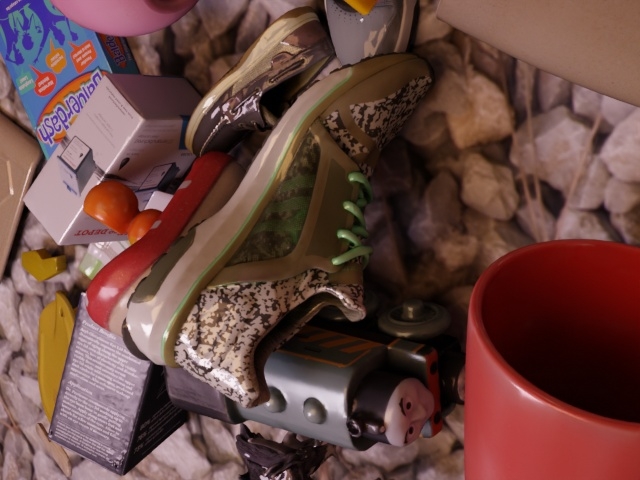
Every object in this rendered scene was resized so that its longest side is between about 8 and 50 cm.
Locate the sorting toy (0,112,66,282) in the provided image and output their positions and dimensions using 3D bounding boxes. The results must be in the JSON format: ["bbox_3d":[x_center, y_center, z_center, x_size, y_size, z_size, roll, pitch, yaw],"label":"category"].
[{"bbox_3d":[-0.419,-0.047,2.055,0.307,0.041,0.229,37,117,24],"label":"sorting toy"}]

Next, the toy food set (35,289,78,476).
[{"bbox_3d":[-0.299,0.167,2.008,0.128,0.071,0.218,31,120,55],"label":"toy food set"}]

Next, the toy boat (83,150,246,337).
[{"bbox_3d":[-0.184,-0.009,1.717,0.151,0.231,0.151,29,144,3],"label":"toy boat"}]

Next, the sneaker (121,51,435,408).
[{"bbox_3d":[0.000,0.000,1.594,0.182,0.158,0.410,39,87,21],"label":"sneaker"}]

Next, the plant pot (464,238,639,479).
[{"bbox_3d":[0.249,0.171,1.478,0.275,0.275,0.243,29,130,28],"label":"plant pot"}]

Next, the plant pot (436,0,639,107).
[{"bbox_3d":[0.282,-0.217,1.365,0.274,0.256,0.256,35,123,4],"label":"plant pot"}]

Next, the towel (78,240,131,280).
[{"bbox_3d":[-0.228,0.013,1.932,0.113,0.023,0.152,45,125,20],"label":"towel"}]

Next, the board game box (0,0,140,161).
[{"bbox_3d":[-0.297,-0.210,1.906,0.160,0.047,0.210,-27,86,39],"label":"board game box"}]

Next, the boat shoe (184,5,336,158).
[{"bbox_3d":[-0.064,-0.151,1.726,0.223,0.080,0.073,-48,68,31],"label":"boat shoe"}]

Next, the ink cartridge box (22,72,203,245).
[{"bbox_3d":[-0.221,-0.090,1.803,0.082,0.139,0.191,47,117,23],"label":"ink cartridge box"}]

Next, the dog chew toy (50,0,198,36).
[{"bbox_3d":[-0.265,-0.351,1.751,0.332,0.206,0.207,30,119,34],"label":"dog chew toy"}]

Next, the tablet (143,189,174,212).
[{"bbox_3d":[-0.161,-0.027,1.841,0.054,0.083,0.006,-57,30,33],"label":"tablet"}]

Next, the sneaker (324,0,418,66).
[{"bbox_3d":[0.009,-0.290,1.567,0.123,0.178,0.296,6,106,36],"label":"sneaker"}]

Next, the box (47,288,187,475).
[{"bbox_3d":[-0.213,0.139,1.862,0.108,0.153,0.207,24,115,15],"label":"box"}]

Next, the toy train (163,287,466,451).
[{"bbox_3d":[-0.004,0.131,1.678,0.334,0.190,0.142,13,120,35],"label":"toy train"}]

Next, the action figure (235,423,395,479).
[{"bbox_3d":[-0.007,0.269,1.727,0.164,0.141,0.276,44,160,30],"label":"action figure"}]

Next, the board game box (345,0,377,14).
[{"bbox_3d":[0.163,-0.412,1.329,0.050,0.390,0.390,35,132,-23],"label":"board game box"}]
